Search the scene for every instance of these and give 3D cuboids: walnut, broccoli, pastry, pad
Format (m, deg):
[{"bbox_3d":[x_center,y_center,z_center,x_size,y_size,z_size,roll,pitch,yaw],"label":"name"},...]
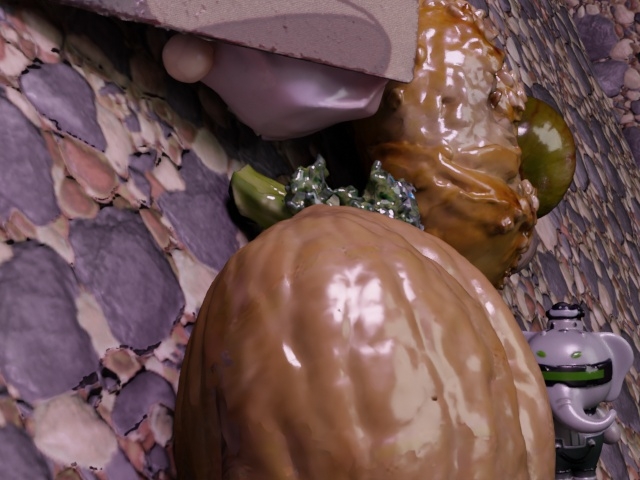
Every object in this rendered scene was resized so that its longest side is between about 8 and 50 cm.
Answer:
[{"bbox_3d":[0.019,0.106,0.593,0.225,0.224,0.261,6,70,-60],"label":"walnut"},{"bbox_3d":[0.000,0.000,0.770,0.160,0.155,0.167,28,24,14],"label":"broccoli"},{"bbox_3d":[0.109,-0.091,0.923,0.255,0.161,0.311,80,-5,-80],"label":"pastry"},{"bbox_3d":[-0.067,-0.244,0.713,0.330,0.004,0.220,7,80,-27],"label":"pad"}]

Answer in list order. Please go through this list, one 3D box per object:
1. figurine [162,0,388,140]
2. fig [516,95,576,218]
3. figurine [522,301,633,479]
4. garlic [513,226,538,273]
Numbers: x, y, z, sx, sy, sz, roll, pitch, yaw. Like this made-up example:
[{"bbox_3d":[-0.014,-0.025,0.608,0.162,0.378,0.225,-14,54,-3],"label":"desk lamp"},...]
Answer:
[{"bbox_3d":[-0.061,-0.196,0.786,0.276,0.133,0.200,53,35,-16],"label":"figurine"},{"bbox_3d":[0.247,-0.128,1.288,0.151,0.151,0.259,57,24,-16],"label":"fig"},{"bbox_3d":[0.264,0.162,1.101,0.126,0.147,0.193,9,79,-80],"label":"figurine"},{"bbox_3d":[0.167,-0.024,1.102,0.147,0.102,0.159,58,13,15],"label":"garlic"}]
